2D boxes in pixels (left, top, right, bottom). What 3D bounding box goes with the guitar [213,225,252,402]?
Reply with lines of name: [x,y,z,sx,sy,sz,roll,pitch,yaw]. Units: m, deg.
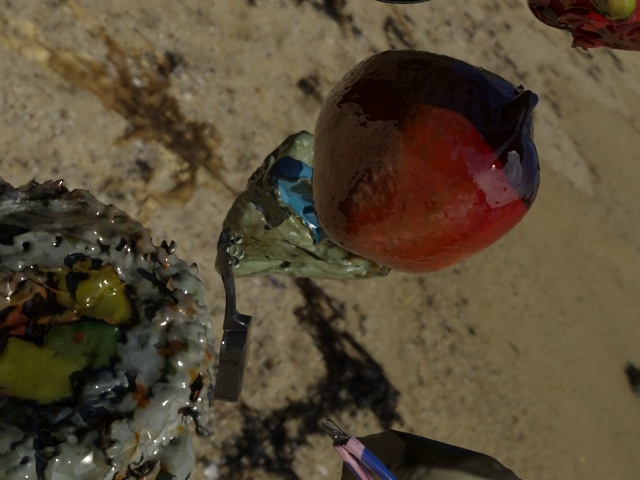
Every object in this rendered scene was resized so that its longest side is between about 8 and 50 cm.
guitar: [-0.103,0.088,1.465,0.038,0.271,0.084,8,44,2]

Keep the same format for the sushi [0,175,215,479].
sushi: [-0.303,0.129,1.363,0.418,0.176,0.417,5,53,-7]

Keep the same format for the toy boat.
toy boat: [-0.026,-0.057,1.881,0.185,0.075,0.077,52,40,-39]

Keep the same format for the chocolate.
chocolate: [0.139,0.465,1.657,0.326,0.314,0.297,17,45,19]

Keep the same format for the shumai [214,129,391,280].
shumai: [0.000,0.000,2.101,0.263,0.304,0.309,36,4,18]

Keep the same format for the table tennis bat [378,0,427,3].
table tennis bat: [0.063,-0.328,1.321,0.274,0.154,0.021,-5,29,-34]

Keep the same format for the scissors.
scissors: [0.040,0.225,1.277,0.113,0.039,0.012,50,42,-17]

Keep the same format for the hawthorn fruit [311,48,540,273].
hawthorn fruit: [0.134,-0.095,1.567,0.295,0.295,0.311,25,0,-42]

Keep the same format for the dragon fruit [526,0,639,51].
dragon fruit: [0.267,-0.302,1.166,0.307,0.243,0.227,17,6,7]
